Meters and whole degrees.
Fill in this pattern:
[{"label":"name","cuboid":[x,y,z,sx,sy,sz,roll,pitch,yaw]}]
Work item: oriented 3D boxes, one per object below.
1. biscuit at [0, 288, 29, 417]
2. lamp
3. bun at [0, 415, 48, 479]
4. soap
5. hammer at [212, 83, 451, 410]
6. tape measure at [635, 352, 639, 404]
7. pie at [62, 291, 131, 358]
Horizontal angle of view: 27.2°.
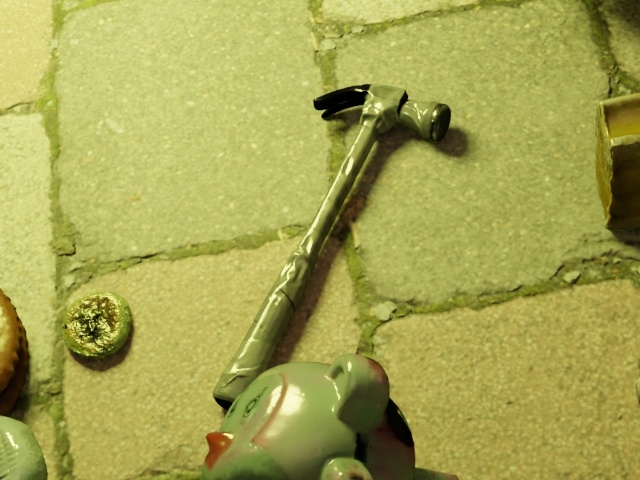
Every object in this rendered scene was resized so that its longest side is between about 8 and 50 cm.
[{"label":"biscuit","cuboid":[-0.424,0.132,1.437,0.221,0.066,0.220,-4,56,7]},{"label":"lamp","cuboid":[0.007,0.264,1.215,0.248,0.247,0.301,12,66,-18]},{"label":"bun","cuboid":[-0.337,0.249,1.340,0.141,0.083,0.140,-9,62,16]},{"label":"soap","cuboid":[0.416,-0.095,1.357,0.258,0.160,0.080,-10,57,4]},{"label":"hammer","cuboid":[0.000,0.001,1.447,0.152,0.044,0.426,16,65,20]},{"label":"tape measure","cuboid":[0.403,0.139,1.248,0.236,0.120,0.197,32,78,23]},{"label":"pie","cuboid":[-0.246,0.093,1.451,0.084,0.021,0.084,-5,59,8]}]
